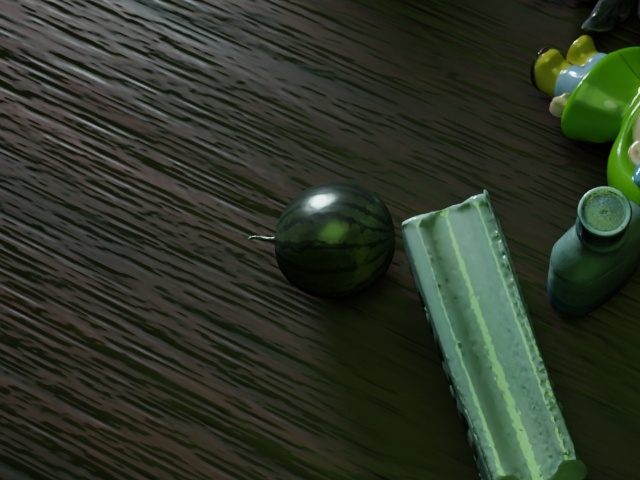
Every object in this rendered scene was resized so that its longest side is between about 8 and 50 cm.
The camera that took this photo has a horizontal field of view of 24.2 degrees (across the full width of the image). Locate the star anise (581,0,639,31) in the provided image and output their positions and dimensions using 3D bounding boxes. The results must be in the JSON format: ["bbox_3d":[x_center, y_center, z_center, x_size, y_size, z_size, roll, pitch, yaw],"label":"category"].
[{"bbox_3d":[0.309,-0.248,1.389,0.204,0.061,0.181,-30,61,-8],"label":"star anise"}]

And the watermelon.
[{"bbox_3d":[0.000,0.000,1.331,0.133,0.105,0.105,-2,74,5],"label":"watermelon"}]

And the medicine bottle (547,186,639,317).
[{"bbox_3d":[0.232,0.008,1.250,0.090,0.208,0.054,-37,71,-5],"label":"medicine bottle"}]

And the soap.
[{"bbox_3d":[0.145,0.105,1.264,0.094,0.150,0.261,-18,73,6],"label":"soap"}]

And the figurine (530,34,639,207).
[{"bbox_3d":[0.304,-0.091,1.310,0.162,0.143,0.263,-23,50,-34],"label":"figurine"}]
